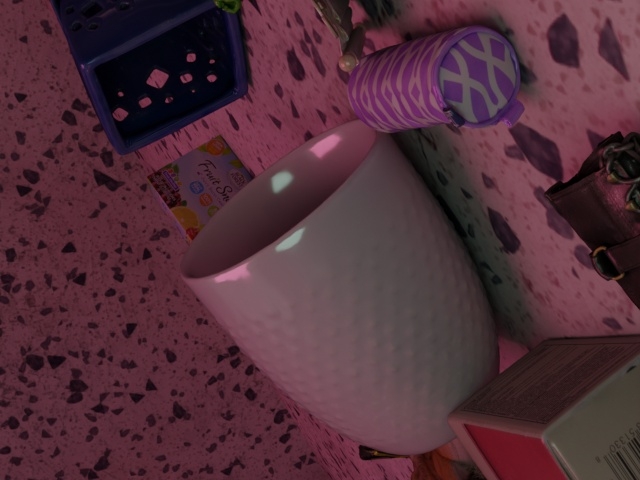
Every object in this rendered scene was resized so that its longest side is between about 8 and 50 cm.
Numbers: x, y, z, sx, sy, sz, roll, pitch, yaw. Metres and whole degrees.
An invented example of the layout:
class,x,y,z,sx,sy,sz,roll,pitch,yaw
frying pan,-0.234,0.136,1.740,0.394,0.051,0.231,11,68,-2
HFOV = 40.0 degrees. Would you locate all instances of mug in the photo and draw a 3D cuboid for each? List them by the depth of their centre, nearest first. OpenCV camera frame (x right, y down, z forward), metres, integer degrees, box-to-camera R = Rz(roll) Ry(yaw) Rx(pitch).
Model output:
class,x,y,z,sx,sy,sz,roll,pitch,yaw
mug,0.017,0.082,1.039,0.374,0.276,0.328,-16,118,48

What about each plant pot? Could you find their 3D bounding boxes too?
class,x,y,z,sx,sy,sz,roll,pitch,yaw
plant pot,-0.263,-0.307,1.301,0.212,0.236,0.236,57,168,23

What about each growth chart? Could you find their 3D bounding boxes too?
class,x,y,z,sx,sy,sz,roll,pitch,yaw
growth chart,-0.019,-0.272,0.826,0.237,0.021,0.172,58,-160,-10

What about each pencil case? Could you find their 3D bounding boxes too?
class,x,y,z,sx,sy,sz,roll,pitch,yaw
pencil case,0.097,-0.136,0.777,0.088,0.086,0.206,36,175,-21

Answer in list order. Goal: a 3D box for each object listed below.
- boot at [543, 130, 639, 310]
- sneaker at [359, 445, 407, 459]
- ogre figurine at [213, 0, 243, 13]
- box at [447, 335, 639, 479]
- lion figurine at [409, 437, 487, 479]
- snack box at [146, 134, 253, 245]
class,x,y,z,sx,sy,sz,roll,pitch,yaw
boot,0.254,0.028,0.586,0.229,0.091,0.263,56,168,0
sneaker,0.135,0.322,1.622,0.385,0.145,0.147,88,177,-69
ogre figurine,-0.179,-0.381,1.126,0.118,0.096,0.197,71,175,-81
box,0.246,0.183,0.836,0.127,0.148,0.232,55,167,0
lion figurine,0.188,0.263,1.291,0.240,0.142,0.392,-135,33,-63
snack box,-0.213,-0.079,1.735,0.207,0.174,0.070,54,162,14
